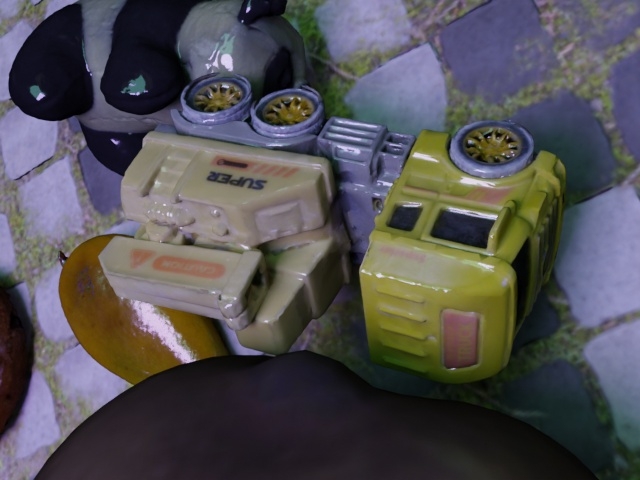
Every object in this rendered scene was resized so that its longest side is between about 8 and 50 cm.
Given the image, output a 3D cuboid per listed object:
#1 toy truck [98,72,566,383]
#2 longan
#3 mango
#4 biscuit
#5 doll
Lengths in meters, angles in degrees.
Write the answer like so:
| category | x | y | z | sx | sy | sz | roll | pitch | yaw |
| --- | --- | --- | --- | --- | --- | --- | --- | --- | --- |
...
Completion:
| category | x | y | z | sx | sy | sz | roll | pitch | yaw |
| --- | --- | --- | --- | --- | --- | --- | --- | --- | --- |
| toy truck | 0.000 | 0.000 | 0.508 | 0.272 | 0.124 | 0.157 | 13 | 51 | 20 |
| longan | -0.004 | 0.218 | 0.416 | 0.361 | 0.361 | 0.361 | -5 | 78 | 25 |
| mango | -0.143 | 0.061 | 0.651 | 0.187 | 0.066 | 0.101 | 41 | 99 | 18 |
| biscuit | -0.340 | 0.114 | 0.742 | 0.192 | 0.049 | 0.192 | -3 | 84 | 29 |
| doll | -0.119 | -0.128 | 0.632 | 0.234 | 0.143 | 0.135 | 8 | 72 | 29 |
